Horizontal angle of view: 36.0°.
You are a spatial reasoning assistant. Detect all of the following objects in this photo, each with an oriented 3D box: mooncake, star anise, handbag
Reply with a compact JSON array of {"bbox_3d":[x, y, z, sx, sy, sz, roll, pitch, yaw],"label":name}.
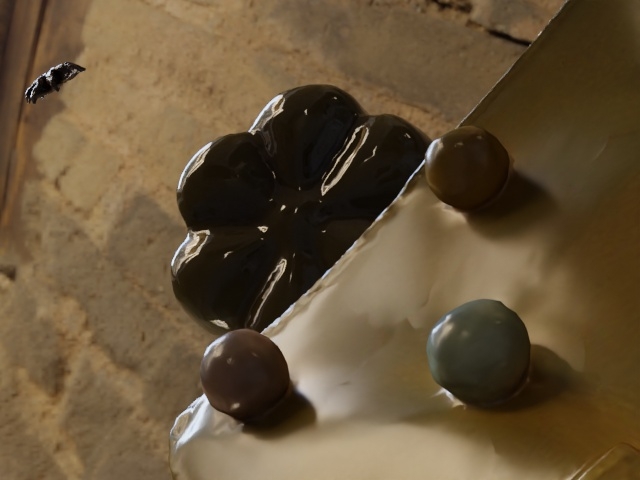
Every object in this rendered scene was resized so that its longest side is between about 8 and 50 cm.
[{"bbox_3d":[0.000,0.000,1.563,0.467,0.262,0.467,-6,-110,17],"label":"mooncake"},{"bbox_3d":[-0.515,-0.308,1.903,0.141,0.141,0.042,-22,-69,39],"label":"star anise"},{"bbox_3d":[0.136,0.012,0.365,0.401,0.133,0.283,-47,-146,-2],"label":"handbag"}]
